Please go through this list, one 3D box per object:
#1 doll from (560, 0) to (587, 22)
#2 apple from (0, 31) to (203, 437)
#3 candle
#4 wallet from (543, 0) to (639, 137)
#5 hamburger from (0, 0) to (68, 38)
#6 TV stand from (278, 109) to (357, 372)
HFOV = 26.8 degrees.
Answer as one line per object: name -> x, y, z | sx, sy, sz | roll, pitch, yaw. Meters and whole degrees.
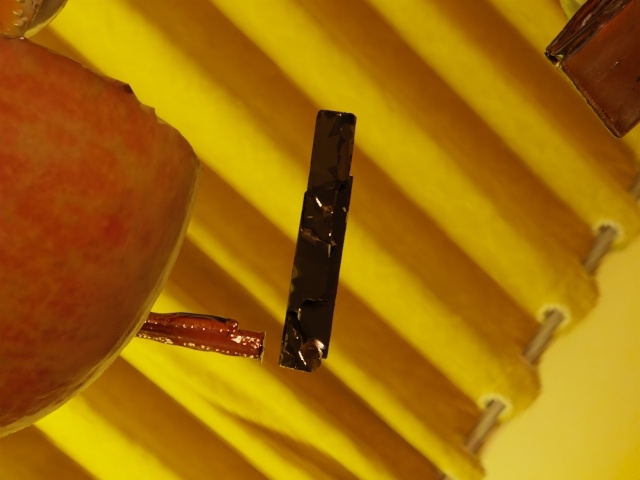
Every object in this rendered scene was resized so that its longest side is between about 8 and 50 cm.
doll -> 0.341, -0.328, 1.491 | 0.161, 0.261, 0.177 | -4, -135, 5
apple -> -0.210, 0.003, 0.584 | 0.293, 0.251, 0.163 | 0, -109, 43
candle -> -0.117, 0.051, 0.846 | 0.021, 0.167, 0.026 | -67, 166, -79
wallet -> 0.305, -0.198, 1.223 | 0.195, 0.161, 0.042 | -46, -129, 9
hamburger -> -0.343, -0.298, 1.355 | 0.237, 0.237, 0.147 | -35, 167, 32
TV stand -> 0.000, 0.000, 1.291 | 0.042, 0.036, 0.249 | -2, 101, -68
